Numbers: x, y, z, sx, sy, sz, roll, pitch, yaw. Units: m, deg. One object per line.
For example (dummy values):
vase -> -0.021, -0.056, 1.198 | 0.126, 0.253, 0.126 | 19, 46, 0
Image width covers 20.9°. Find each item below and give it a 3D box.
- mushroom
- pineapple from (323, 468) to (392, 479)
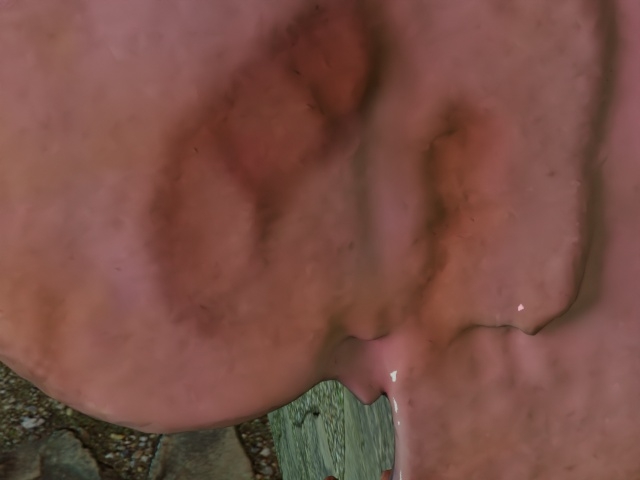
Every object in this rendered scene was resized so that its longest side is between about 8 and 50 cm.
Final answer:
mushroom -> -0.009, -0.055, 0.385 | 0.162, 0.173, 0.236 | -110, 9, -67
pineapple -> 0.043, 0.103, 0.625 | 0.077, 0.114, 0.114 | -72, -20, -62
